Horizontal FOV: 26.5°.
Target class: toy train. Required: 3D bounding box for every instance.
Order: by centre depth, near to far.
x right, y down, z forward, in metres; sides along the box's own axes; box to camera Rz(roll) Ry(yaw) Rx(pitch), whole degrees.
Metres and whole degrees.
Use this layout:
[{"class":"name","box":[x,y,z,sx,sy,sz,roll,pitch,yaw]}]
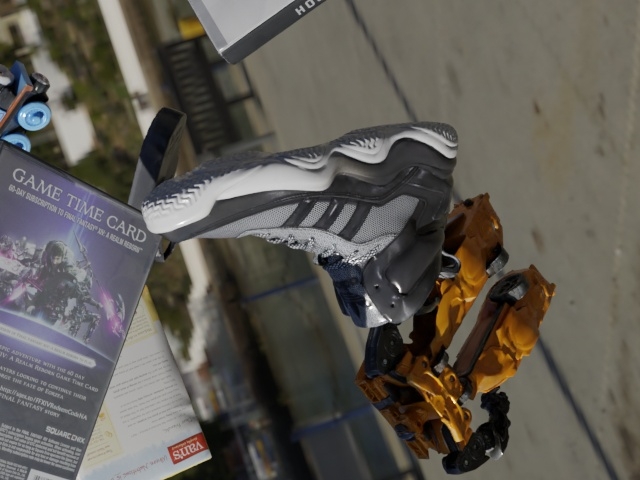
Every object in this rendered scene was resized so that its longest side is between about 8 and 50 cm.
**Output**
[{"class":"toy train","box":[-0.414,-0.142,1.694,0.105,0.184,0.080,24,-157,-40]}]

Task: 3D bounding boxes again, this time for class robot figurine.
[{"class":"robot figurine","box":[0.136,0.097,1.378,0.085,0.291,0.211,-20,115,45]}]

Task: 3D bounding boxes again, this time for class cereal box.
[{"class":"cereal box","box":[-0.257,0.195,1.705,0.047,0.173,0.240,-24,86,61]}]

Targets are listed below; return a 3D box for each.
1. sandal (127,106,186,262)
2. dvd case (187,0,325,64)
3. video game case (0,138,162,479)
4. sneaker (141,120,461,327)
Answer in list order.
[{"class":"sandal","box":[-0.177,-0.029,1.467,0.254,0.054,0.097,110,-178,-46]},{"class":"dvd case","box":[-0.009,-0.261,0.991,0.179,0.238,0.029,60,-171,28]},{"class":"video game case","box":[-0.246,0.078,1.141,0.026,0.274,0.196,7,164,42]},{"class":"sneaker","box":[0.000,0.000,1.048,0.101,0.268,0.153,5,107,61]}]
